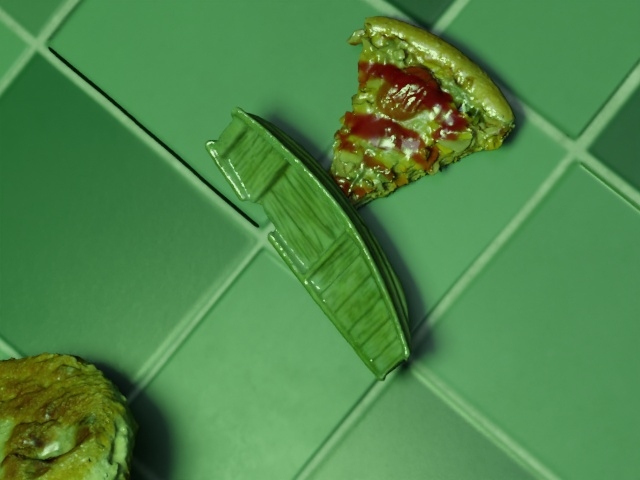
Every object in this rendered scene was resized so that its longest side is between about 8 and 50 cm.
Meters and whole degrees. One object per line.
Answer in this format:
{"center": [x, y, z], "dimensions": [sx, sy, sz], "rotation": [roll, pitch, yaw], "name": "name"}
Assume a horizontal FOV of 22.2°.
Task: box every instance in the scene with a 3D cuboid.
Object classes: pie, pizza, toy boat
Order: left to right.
{"center": [-0.308, 0.215, 1.485], "dimensions": [0.315, 0.092, 0.315], "rotation": [-15, 36, 12], "name": "pie"}
{"center": [0.000, 0.000, 1.544], "dimensions": [0.293, 0.055, 0.093], "rotation": [54, 128, 15], "name": "toy boat"}
{"center": [0.071, -0.107, 1.562], "dimensions": [0.188, 0.062, 0.199], "rotation": [34, 89, 16], "name": "pizza"}
